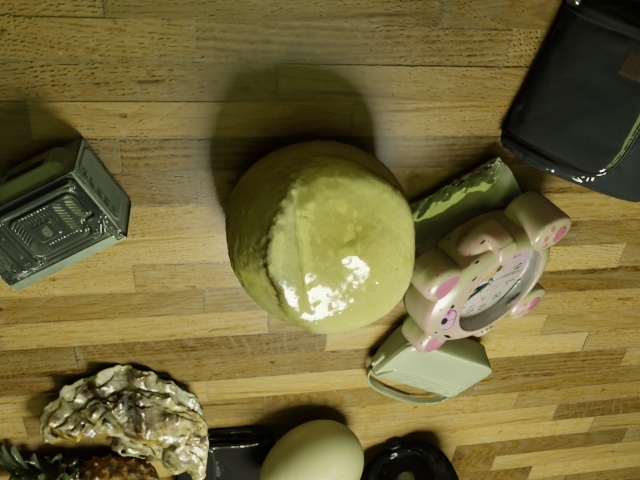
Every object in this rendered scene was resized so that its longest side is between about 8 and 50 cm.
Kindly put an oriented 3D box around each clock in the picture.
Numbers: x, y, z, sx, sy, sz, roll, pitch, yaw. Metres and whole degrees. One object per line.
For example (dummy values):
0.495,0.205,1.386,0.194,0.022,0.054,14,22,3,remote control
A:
0.296,0.069,1.174,0.310,0.114,0.283,-25,143,-20,clock

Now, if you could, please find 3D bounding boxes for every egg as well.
-0.020,0.502,1.408,0.254,0.188,0.188,-15,131,-33,egg

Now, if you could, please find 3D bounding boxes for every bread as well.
-0.004,-0.006,1.048,0.321,0.237,0.320,-11,125,-17,bread

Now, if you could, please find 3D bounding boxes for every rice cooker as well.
0.223,0.625,1.531,0.267,0.267,0.224,-21,119,3,rice cooker

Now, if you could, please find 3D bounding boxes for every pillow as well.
0.255,-0.059,1.174,0.229,0.050,0.128,-28,124,10,pillow

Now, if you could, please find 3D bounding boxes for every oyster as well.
-0.375,0.385,1.302,0.351,0.114,0.238,37,110,-14,oyster

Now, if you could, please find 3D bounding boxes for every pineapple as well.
-0.527,0.519,1.352,0.341,0.169,0.169,20,118,-17,pineapple

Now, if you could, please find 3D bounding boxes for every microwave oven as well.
-0.427,-0.040,0.992,0.208,0.122,0.162,-25,127,6,microwave oven

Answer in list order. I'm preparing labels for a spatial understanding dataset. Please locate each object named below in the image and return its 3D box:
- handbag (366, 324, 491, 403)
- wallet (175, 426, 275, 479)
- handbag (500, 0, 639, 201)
0.224,0.284,1.399,0.256,0.079,0.219,22,128,-25,handbag
-0.230,0.604,1.524,0.229,0.062,0.405,-2,124,-11,wallet
0.470,-0.223,1.027,0.275,0.177,0.301,11,122,-20,handbag
